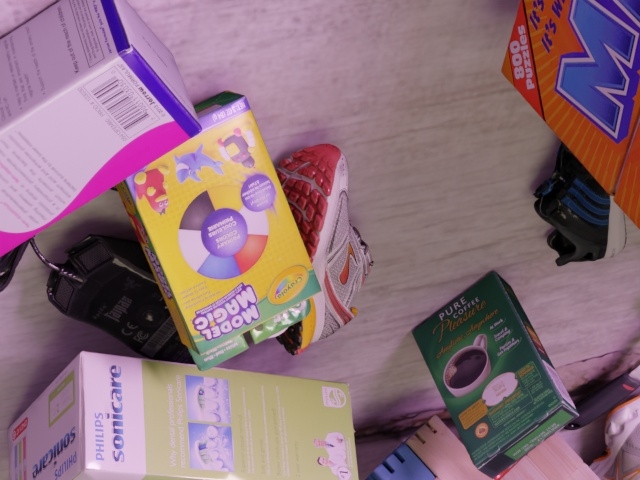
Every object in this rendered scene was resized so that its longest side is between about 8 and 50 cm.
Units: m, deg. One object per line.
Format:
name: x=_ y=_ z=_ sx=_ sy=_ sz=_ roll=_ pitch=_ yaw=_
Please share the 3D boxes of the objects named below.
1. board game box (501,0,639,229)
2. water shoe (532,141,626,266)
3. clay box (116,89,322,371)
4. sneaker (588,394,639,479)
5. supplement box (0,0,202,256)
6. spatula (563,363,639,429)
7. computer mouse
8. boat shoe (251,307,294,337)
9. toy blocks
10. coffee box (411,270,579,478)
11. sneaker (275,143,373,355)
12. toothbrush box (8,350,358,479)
board game box: x=0.411 y=-0.196 z=1.288 sx=0.356 sy=0.356 sz=0.356 roll=-12 pitch=135 yaw=-26
water shoe: x=0.243 y=-0.046 z=1.606 sx=0.080 sy=0.073 sz=0.203 roll=-19 pitch=135 yaw=0
clay box: x=-0.086 y=-0.002 z=1.453 sx=0.127 sy=0.053 sz=0.222 roll=-28 pitch=109 yaw=-17
sneaker: x=0.366 y=0.284 z=1.906 sx=0.099 sy=0.121 sz=0.262 roll=-19 pitch=145 yaw=-14
supplement box: x=-0.225 y=-0.095 z=1.356 sx=0.220 sy=0.114 sz=0.111 roll=-31 pitch=135 yaw=8
spatula: x=0.351 y=0.128 z=1.803 sx=0.084 sy=0.030 sz=0.296 roll=24 pitch=131 yaw=-21
computer mouse: x=-0.170 y=0.009 z=1.516 sx=0.262 sy=0.060 sz=0.184 roll=23 pitch=122 yaw=-25
boat shoe: x=-0.071 y=-0.002 z=1.525 sx=0.066 sy=0.063 sz=0.184 roll=-27 pitch=110 yaw=-14
toy blocks: x=0.148 y=0.307 z=1.769 sx=0.381 sy=0.261 sz=0.191 roll=-38 pitch=171 yaw=-30
coffee box: x=0.171 y=0.130 z=1.664 sx=0.113 sy=0.184 sz=0.040 roll=-39 pitch=135 yaw=15
sneaker: x=0.000 y=0.000 z=1.564 sx=0.092 sy=0.088 sz=0.225 roll=-22 pitch=139 yaw=-28
toothbrush box: x=-0.135 y=0.213 z=1.625 sx=0.283 sy=0.122 sz=0.206 roll=8 pitch=151 yaw=-27
